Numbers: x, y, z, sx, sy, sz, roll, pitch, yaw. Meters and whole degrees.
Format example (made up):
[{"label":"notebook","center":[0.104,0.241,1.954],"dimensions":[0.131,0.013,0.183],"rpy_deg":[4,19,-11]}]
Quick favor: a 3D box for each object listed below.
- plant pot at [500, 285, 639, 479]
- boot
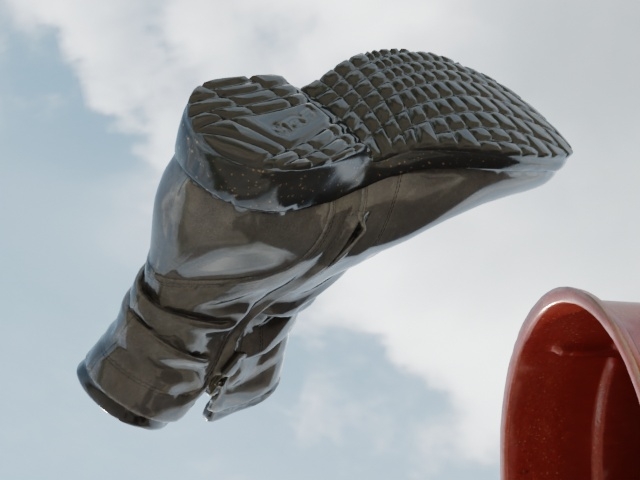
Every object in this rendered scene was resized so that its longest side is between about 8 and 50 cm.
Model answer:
[{"label":"plant pot","center":[0.285,0.158,1.204],"dimensions":[0.265,0.272,0.273],"rpy_deg":[-3,-88,-14]},{"label":"boot","center":[0.000,0.000,1.205],"dimensions":[0.338,0.118,0.223],"rpy_deg":[-5,-49,-42]}]
